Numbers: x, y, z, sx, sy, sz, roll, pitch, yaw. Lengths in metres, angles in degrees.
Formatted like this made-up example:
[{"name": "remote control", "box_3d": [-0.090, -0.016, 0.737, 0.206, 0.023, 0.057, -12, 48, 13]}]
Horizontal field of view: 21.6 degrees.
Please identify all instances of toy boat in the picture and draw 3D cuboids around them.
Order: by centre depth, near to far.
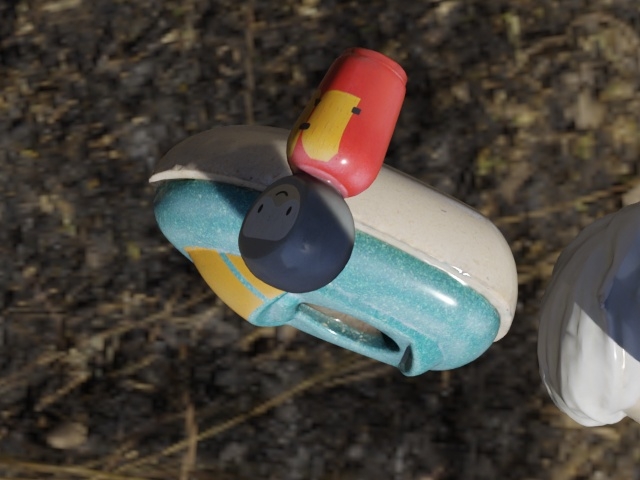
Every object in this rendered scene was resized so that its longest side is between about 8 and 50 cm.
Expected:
[{"name": "toy boat", "box_3d": [0.000, 0.000, 1.083, 0.318, 0.267, 0.148, 90, 23, -71]}]

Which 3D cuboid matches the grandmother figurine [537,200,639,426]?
[{"name": "grandmother figurine", "box_3d": [0.206, 0.059, 0.513, 0.207, 0.342, 0.104, -4, 105, -44]}]
